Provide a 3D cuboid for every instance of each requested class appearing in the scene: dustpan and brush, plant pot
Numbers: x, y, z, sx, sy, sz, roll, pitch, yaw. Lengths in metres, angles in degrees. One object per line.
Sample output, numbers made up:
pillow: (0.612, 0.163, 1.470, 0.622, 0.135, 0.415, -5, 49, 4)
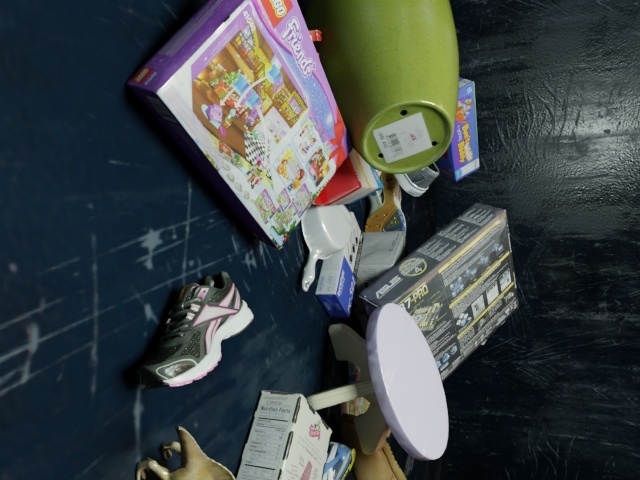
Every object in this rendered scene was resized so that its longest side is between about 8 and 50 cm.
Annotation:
dustpan and brush: (0.000, 0.000, 0.866, 0.147, 0.060, 0.211, 48, 34, -39)
plant pot: (0.113, -0.256, 0.765, 0.274, 0.275, 0.293, 61, 18, -50)

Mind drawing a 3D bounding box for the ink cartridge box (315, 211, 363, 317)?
ink cartridge box: (0.044, 0.049, 0.983, 0.097, 0.046, 0.207, 62, 34, -47)

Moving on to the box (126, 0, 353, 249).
box: (-0.069, -0.146, 0.581, 0.200, 0.057, 0.293, -54, 146, -17)

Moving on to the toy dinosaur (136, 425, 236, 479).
toy dinosaur: (-0.127, 0.224, 0.460, 0.053, 0.093, 0.183, -59, 142, -55)

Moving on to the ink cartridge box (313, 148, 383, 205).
ink cartridge box: (0.031, -0.140, 0.860, 0.134, 0.078, 0.231, 65, 21, 3)

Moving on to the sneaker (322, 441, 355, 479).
sneaker: (0.009, 0.444, 0.869, 0.144, 0.059, 0.053, -51, 151, -32)

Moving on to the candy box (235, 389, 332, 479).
candy box: (-0.059, 0.356, 0.662, 0.159, 0.071, 0.233, 66, 31, -45)

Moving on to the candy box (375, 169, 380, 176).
candy box: (0.089, -0.230, 1.083, 0.164, 0.070, 0.196, -62, 144, -53)

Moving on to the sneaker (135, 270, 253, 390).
sneaker: (-0.139, 0.088, 0.497, 0.178, 0.072, 0.077, -54, 127, -69)

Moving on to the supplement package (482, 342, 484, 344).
supplement package: (0.339, 0.209, 1.396, 0.177, 0.293, 0.175, 20, 71, -68)

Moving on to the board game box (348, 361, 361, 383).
board game box: (0.089, 0.295, 1.081, 0.090, 0.020, 0.089, 46, 32, -48)

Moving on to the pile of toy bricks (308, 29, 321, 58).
pile of toy bricks: (-0.048, -0.259, 0.677, 0.212, 0.105, 0.117, -43, 129, -63)

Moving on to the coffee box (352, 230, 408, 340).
coffee box: (0.160, 0.145, 1.175, 0.168, 0.119, 0.296, -56, 139, -56)

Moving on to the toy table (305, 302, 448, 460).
toy table: (0.111, 0.272, 0.882, 0.252, 0.161, 0.274, 14, 60, -43)

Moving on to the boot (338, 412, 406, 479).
boot: (0.057, 0.517, 0.906, 0.236, 0.089, 0.269, 55, 47, -11)

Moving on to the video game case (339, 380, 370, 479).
video game case: (0.089, 0.426, 1.109, 0.193, 0.023, 0.212, -17, 105, -68)

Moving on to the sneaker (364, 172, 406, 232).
sneaker: (0.184, -0.078, 1.266, 0.131, 0.112, 0.296, -4, 94, -69)

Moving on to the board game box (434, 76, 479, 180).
board game box: (0.259, -0.329, 1.223, 0.347, 0.078, 0.233, 46, -19, 48)

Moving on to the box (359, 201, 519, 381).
box: (0.300, 0.146, 1.097, 0.395, 0.097, 0.318, -36, 125, -21)

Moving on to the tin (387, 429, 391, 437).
tin: (0.164, 0.482, 1.287, 0.189, 0.040, 0.106, 54, 36, -56)

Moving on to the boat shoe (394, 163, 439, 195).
boat shoe: (0.208, -0.258, 1.190, 0.108, 0.102, 0.301, 2, 54, -35)
